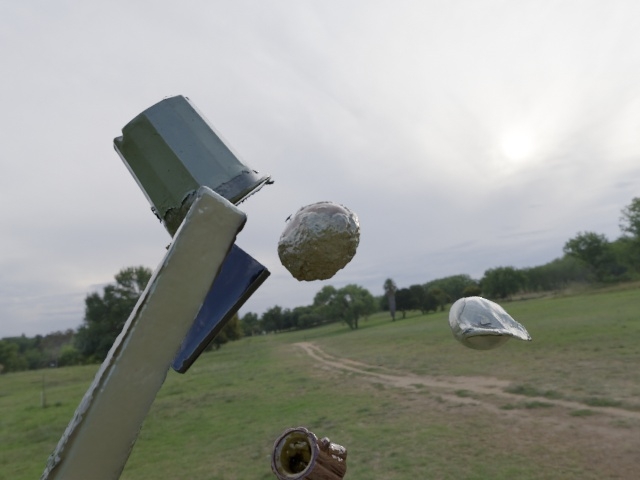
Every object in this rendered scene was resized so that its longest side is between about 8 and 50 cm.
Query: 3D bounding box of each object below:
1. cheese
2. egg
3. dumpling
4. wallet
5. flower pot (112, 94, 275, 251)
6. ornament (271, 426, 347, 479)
[{"bbox_3d":[-0.211,0.118,0.525,0.085,0.400,0.034,32,-18,-32],"label":"cheese"},{"bbox_3d":[0.000,0.000,1.443,0.310,0.279,0.279,-41,-14,0],"label":"egg"},{"bbox_3d":[0.562,0.282,1.381,0.260,0.181,0.341,7,-23,12],"label":"dumpling"},{"bbox_3d":[-0.361,0.198,1.319,0.228,0.406,0.062,33,-14,32],"label":"wallet"},{"bbox_3d":[-0.284,-0.145,0.886,0.290,0.259,0.290,-36,10,8],"label":"flower pot"},{"bbox_3d":[-0.038,0.756,1.410,0.221,0.235,0.217,-32,-48,3],"label":"ornament"}]
